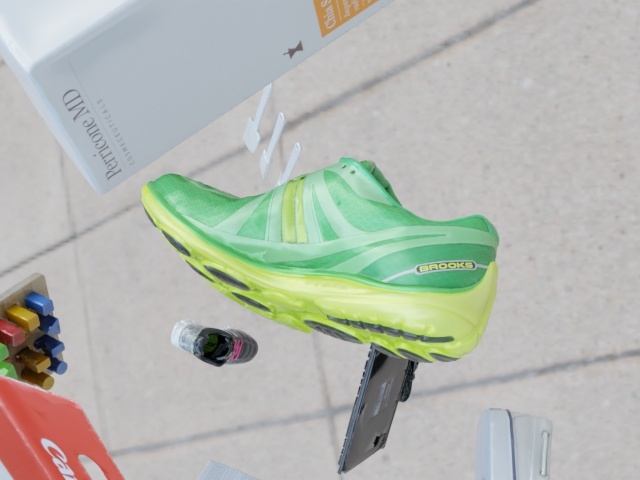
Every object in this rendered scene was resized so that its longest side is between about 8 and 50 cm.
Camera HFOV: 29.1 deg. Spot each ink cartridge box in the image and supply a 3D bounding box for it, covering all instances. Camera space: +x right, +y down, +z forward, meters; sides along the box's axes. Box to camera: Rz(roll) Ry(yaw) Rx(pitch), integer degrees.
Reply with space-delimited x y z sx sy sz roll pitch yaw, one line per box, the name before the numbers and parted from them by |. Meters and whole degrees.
ink cartridge box | -0.207 0.145 0.751 0.232 0.066 0.189 16 141 38

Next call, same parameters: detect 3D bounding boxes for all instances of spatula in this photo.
spatula | -0.077 -0.160 2.097 0.168 0.019 0.242 66 159 16

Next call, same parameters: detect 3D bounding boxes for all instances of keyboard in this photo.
keyboard | 0.064 0.152 1.271 0.023 0.108 0.180 33 126 28

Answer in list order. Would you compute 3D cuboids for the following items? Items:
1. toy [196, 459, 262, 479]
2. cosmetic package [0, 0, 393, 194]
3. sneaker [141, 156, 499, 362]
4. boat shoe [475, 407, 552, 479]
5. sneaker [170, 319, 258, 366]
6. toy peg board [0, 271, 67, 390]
toy | -0.112 0.427 1.915 0.137 0.237 0.056 -58 28 7
cosmetic package | -0.125 -0.280 1.350 0.161 0.453 0.230 49 169 31
sneaker | 0.000 0.000 0.909 0.295 0.109 0.124 17 69 28
boat shoe | 0.208 0.302 1.257 0.096 0.088 0.268 103 170 -57
sneaker | -0.153 0.169 1.936 0.074 0.170 0.063 26 94 44
toy peg board | -0.403 0.157 1.671 0.079 0.160 0.161 21 130 33
